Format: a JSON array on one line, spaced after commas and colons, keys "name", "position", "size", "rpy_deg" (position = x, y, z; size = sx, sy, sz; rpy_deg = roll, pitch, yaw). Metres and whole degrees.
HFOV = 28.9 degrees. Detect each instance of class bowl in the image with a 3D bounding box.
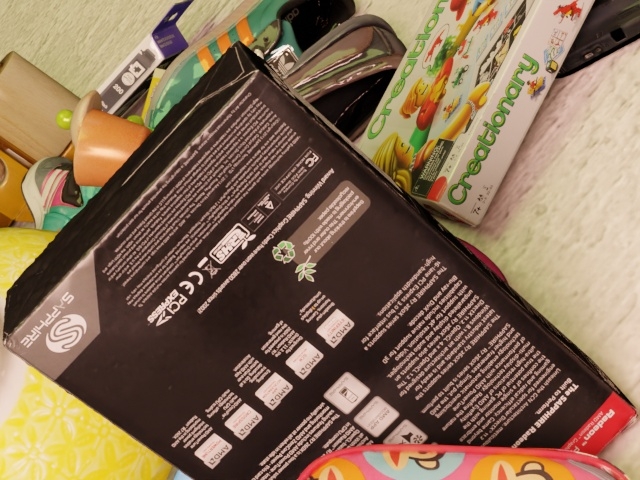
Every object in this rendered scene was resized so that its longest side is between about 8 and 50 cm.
[{"name": "bowl", "position": [-0.257, 0.108, 0.918], "size": [0.290, 0.156, 0.289], "rpy_deg": [-4, 69, 11]}]

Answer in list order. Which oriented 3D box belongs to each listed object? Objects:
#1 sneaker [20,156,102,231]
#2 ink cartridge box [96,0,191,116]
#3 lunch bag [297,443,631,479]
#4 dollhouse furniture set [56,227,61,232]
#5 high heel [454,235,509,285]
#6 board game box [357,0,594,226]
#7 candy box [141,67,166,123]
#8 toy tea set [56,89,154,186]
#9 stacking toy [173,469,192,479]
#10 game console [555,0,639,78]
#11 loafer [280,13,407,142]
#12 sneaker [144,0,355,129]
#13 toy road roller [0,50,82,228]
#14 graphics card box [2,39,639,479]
[{"name": "sneaker", "position": [-0.277, -0.068, 1.537], "size": [0.178, 0.124, 0.295], "rpy_deg": [-41, 31, 10]}, {"name": "ink cartridge box", "position": [-0.233, -0.228, 1.638], "size": [0.208, 0.045, 0.206], "rpy_deg": [-46, 8, 12]}, {"name": "lunch bag", "position": [0.110, 0.254, 0.698], "size": [0.258, 0.120, 0.293], "rpy_deg": [0, 45, 0]}, {"name": "dollhouse furniture set", "position": [-0.185, 0.090, 1.148], "size": [0.212, 0.161, 0.242], "rpy_deg": [-56, -2, -7]}, {"name": "high heel", "position": [0.000, 0.000, 1.079], "size": [0.377, 0.181, 0.127], "rpy_deg": [14, 69, 55]}, {"name": "board game box", "position": [0.146, -0.170, 1.128], "size": [0.305, 0.053, 0.193], "rpy_deg": [-63, 25, -3]}, {"name": "candy box", "position": [-0.166, -0.119, 1.479], "size": [0.027, 0.105, 0.206], "rpy_deg": [99, 180, -52]}, {"name": "toy tea set", "position": [-0.231, -0.018, 1.281], "size": [0.200, 0.124, 0.336], "rpy_deg": [-72, -8, -54]}, {"name": "stacking toy", "position": [-0.041, 0.135, 1.057], "size": [0.175, 0.166, 0.302], "rpy_deg": [-46, 21, 3]}, {"name": "game console", "position": [0.335, -0.262, 1.059], "size": [0.361, 0.044, 0.213], "rpy_deg": [-27, 39, 32]}, {"name": "loafer", "position": [-0.029, -0.110, 1.298], "size": [0.302, 0.109, 0.095], "rpy_deg": [-43, 39, 9]}, {"name": "sneaker", "position": [-0.078, -0.194, 1.413], "size": [0.121, 0.108, 0.302], "rpy_deg": [15, 62, 51]}, {"name": "toy road roller", "position": [-0.486, -0.105, 1.764], "size": [0.329, 0.202, 0.240], "rpy_deg": [-53, 22, 0]}, {"name": "graphics card box", "position": [0.006, 0.076, 0.827], "size": [0.233, 0.371, 0.094], "rpy_deg": [-47, 24, 9]}]
